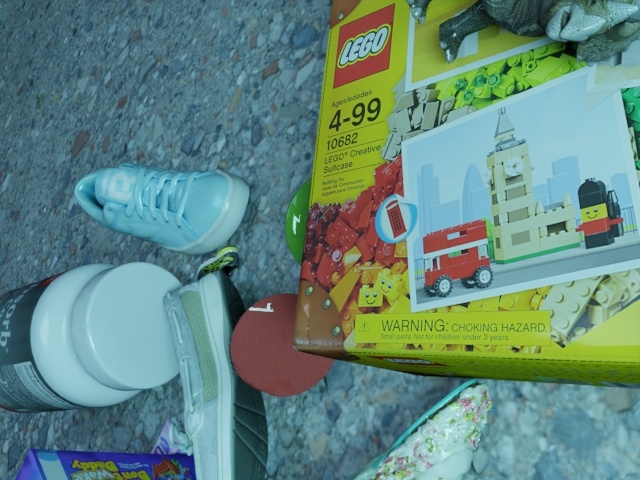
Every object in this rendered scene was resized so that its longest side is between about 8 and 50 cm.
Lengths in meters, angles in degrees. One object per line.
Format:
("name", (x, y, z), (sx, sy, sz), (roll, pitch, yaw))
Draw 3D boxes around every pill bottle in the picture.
("pill bottle", (-0.365, 0.149, 0.972), (0.363, 0.210, 0.210), (-16, 64, 39))

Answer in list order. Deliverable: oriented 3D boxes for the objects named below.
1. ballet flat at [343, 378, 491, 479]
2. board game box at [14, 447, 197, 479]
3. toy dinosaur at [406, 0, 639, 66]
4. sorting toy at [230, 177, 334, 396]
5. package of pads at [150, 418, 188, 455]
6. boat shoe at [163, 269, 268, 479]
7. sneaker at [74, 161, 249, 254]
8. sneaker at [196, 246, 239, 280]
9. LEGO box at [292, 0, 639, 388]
("ballet flat", (0.078, 0.228, 0.595), (0.241, 0.091, 0.077), (-43, 61, 15))
("board game box", (-0.309, 0.429, 0.794), (0.078, 0.233, 0.347), (35, 101, 46))
("toy dinosaur", (0.140, -0.218, 0.429), (0.160, 0.121, 0.314), (-11, 62, 28))
("sorting toy", (0.000, 0.000, 0.775), (0.366, 0.127, 0.126), (-65, 14, 0))
("package of pads", (-0.211, 0.297, 0.893), (0.050, 0.032, 0.083), (33, 99, 48))
("boat shoe", (-0.136, 0.182, 0.783), (0.103, 0.118, 0.320), (-19, 54, 7))
("sneaker", (-0.268, -0.057, 0.998), (0.366, 0.150, 0.135), (-2, 74, 44))
("sneaker", (-0.150, 0.043, 0.929), (0.083, 0.031, 0.035), (-41, 51, 26))
("LEGO box", (0.237, -0.083, 0.483), (0.500, 0.193, 0.373), (-8, 70, 42))
